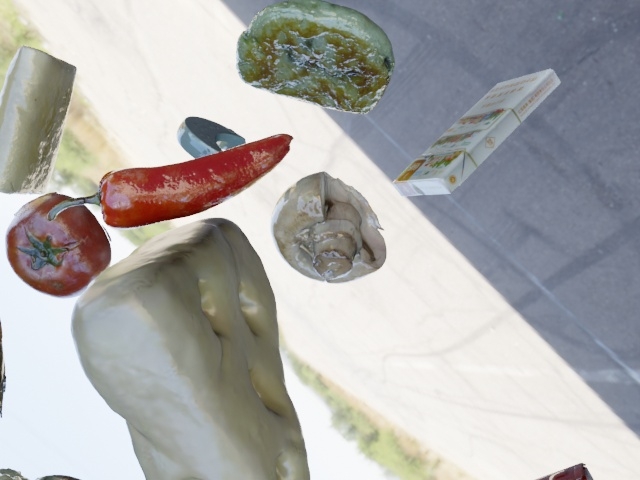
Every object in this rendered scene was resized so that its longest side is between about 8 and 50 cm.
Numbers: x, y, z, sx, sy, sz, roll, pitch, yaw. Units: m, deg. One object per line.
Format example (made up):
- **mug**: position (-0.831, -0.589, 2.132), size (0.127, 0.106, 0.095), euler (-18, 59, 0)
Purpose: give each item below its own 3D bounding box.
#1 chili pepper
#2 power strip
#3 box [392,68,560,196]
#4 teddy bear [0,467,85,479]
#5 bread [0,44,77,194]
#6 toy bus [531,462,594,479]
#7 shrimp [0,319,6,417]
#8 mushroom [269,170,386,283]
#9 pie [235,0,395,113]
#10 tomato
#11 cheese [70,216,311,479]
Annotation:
- **chili pepper**: position (-0.152, -0.058, 0.800), size (0.071, 0.272, 0.063), euler (87, 162, -44)
- **power strip**: position (-0.228, -0.210, 1.571), size (0.137, 0.044, 0.216), euler (29, -160, -7)
- **box**: position (0.200, -0.138, 0.980), size (0.032, 0.220, 0.122), euler (51, 163, -17)
- **teddy bear**: position (-0.489, 0.420, 0.891), size (0.362, 0.375, 0.327), euler (29, 171, -19)
- **bread**: position (-0.362, -0.147, 0.936), size (0.060, 0.178, 0.139), euler (17, -178, -2)
- **toy bus**: position (0.239, 0.358, 0.939), size (0.096, 0.235, 0.073), euler (66, -161, 3)
- **shrimp**: position (-0.602, 0.194, 1.274), size (0.144, 0.052, 0.250), euler (-7, -112, -45)
- **mushroom**: position (0.000, 0.000, 1.505), size (0.254, 0.189, 0.195), euler (40, -142, -31)
- **pie**: position (-0.006, -0.258, 1.098), size (0.241, 0.054, 0.240), euler (8, 154, 4)
- **tomato**: position (-0.533, 0.020, 1.495), size (0.225, 0.225, 0.085), euler (45, -157, -7)
- **cheese**: position (-0.106, 0.138, 0.831), size (0.328, 0.130, 0.350), euler (-75, -38, -66)
